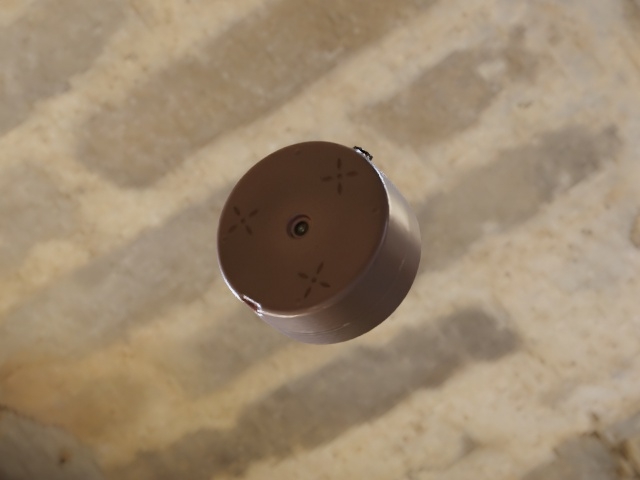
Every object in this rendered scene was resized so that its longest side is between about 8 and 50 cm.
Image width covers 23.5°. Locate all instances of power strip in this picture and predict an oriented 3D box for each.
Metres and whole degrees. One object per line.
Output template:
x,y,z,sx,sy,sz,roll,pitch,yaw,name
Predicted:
0.000,0.000,1.211,0.154,0.154,0.078,-37,-34,7,power strip
